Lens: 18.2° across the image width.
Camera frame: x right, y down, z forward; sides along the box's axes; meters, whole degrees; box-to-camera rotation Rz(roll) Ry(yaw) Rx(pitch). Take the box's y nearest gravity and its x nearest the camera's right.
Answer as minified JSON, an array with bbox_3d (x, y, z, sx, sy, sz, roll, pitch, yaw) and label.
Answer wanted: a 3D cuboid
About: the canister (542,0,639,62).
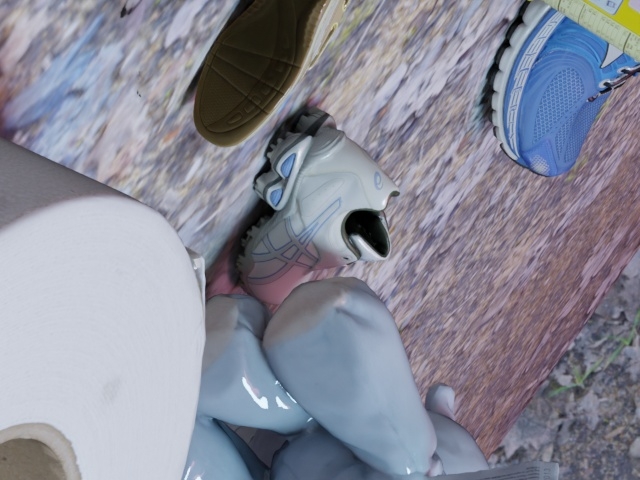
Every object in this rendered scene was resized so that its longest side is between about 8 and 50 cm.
[{"bbox_3d":[0.231,-0.189,1.395,0.126,0.170,0.073,-61,165,22],"label":"canister"}]

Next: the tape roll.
[{"bbox_3d":[-0.170,0.146,0.731,0.392,0.072,0.392,-55,159,-33],"label":"tape roll"}]

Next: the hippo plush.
[{"bbox_3d":[0.029,0.135,1.285,0.236,0.294,0.234,-8,97,-72],"label":"hippo plush"}]

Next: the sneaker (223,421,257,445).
[{"bbox_3d":[-0.070,0.221,1.457,0.252,0.111,0.103,-59,166,15],"label":"sneaker"}]

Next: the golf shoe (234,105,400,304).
[{"bbox_3d":[0.000,0.000,1.239,0.069,0.086,0.176,-49,167,-30],"label":"golf shoe"}]

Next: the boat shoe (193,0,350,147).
[{"bbox_3d":[-0.015,-0.105,1.014,0.135,0.050,0.045,-57,161,6],"label":"boat shoe"}]

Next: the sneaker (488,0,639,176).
[{"bbox_3d":[0.239,-0.166,1.529,0.130,0.147,0.330,-41,161,-46],"label":"sneaker"}]
